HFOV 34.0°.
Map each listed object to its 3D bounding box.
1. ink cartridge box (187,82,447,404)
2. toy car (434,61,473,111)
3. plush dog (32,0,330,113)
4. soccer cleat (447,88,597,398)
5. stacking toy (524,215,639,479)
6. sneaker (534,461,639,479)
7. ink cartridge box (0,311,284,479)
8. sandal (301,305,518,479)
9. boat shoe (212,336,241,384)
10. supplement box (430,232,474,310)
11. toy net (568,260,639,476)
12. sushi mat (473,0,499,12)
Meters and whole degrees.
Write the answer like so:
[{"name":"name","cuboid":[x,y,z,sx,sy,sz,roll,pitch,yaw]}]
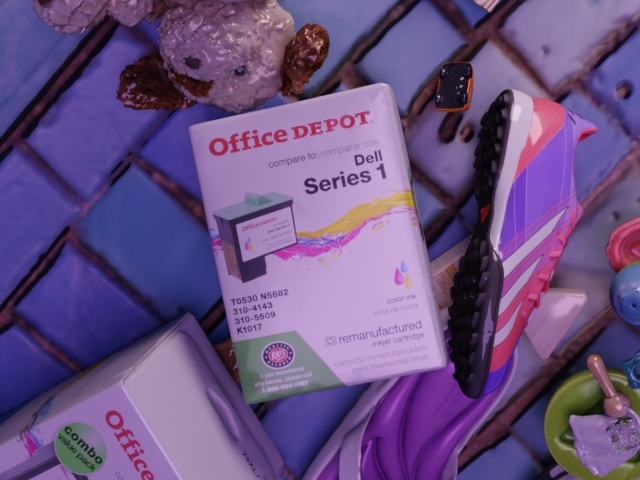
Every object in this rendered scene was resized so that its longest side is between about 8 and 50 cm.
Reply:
[{"name":"ink cartridge box","cuboid":[0.000,0.000,1.034,0.201,0.117,0.278,-12,92,7]},{"name":"toy car","cuboid":[0.107,-0.143,1.097,0.122,0.060,0.040,-15,151,18]},{"name":"plush dog","cuboid":[-0.110,-0.226,1.001,0.262,0.211,0.225,-3,123,26]},{"name":"soccer cleat","cuboid":[0.206,0.007,1.054,0.116,0.108,0.318,13,77,-9]},{"name":"stacking toy","cuboid":[0.368,0.113,1.153,0.279,0.130,0.309,-17,99,17]},{"name":"sneaker","cuboid":[0.457,0.357,1.130,0.447,0.257,0.169,11,105,-6]},{"name":"ink cartridge box","cuboid":[-0.214,0.238,1.050,0.270,0.197,0.198,-29,96,18]},{"name":"sandal","cuboid":[0.082,0.258,1.144,0.169,0.102,0.416,18,108,-15]},{"name":"boat shoe","cuboid":[-0.075,0.123,1.138,0.170,0.059,0.063,-17,90,7]},{"name":"supplement box","cuboid":[0.153,0.043,1.139,0.098,0.036,0.062,-36,105,6]},{"name":"toy net","cuboid":[0.330,0.142,1.068,0.122,0.045,0.232,21,115,25]},{"name":"sushi mat","cuboid":[0.208,-0.393,1.031,0.151,0.019,0.316,38,100,-10]}]
